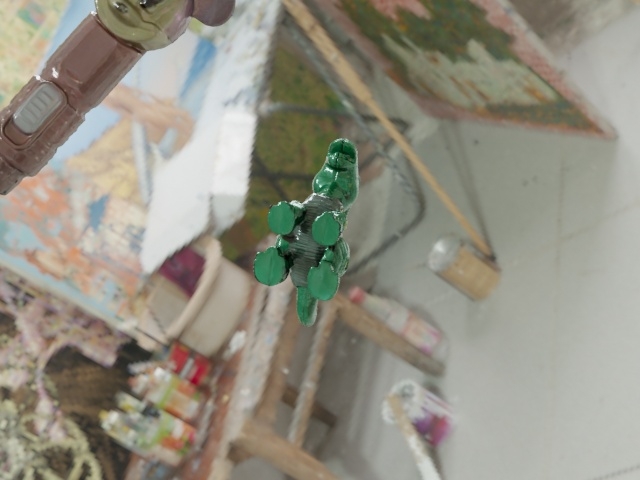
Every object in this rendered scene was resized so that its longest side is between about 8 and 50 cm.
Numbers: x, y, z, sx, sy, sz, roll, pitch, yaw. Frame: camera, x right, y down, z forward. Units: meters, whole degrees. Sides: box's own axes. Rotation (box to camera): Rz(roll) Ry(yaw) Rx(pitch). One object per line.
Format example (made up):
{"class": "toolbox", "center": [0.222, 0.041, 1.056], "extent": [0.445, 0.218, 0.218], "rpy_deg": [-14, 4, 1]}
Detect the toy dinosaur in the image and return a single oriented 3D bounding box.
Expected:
{"class": "toy dinosaur", "center": [0.000, 0.000, 0.824], "extent": [0.096, 0.059, 0.132], "rpy_deg": [-44, -34, -63]}

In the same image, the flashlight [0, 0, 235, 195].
{"class": "flashlight", "center": [-0.081, -0.062, 0.421], "extent": [0.110, 0.052, 0.031], "rpy_deg": [-49, 0, -3]}
